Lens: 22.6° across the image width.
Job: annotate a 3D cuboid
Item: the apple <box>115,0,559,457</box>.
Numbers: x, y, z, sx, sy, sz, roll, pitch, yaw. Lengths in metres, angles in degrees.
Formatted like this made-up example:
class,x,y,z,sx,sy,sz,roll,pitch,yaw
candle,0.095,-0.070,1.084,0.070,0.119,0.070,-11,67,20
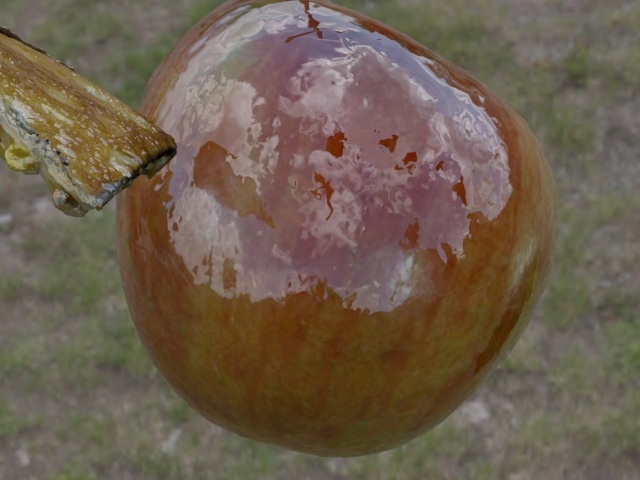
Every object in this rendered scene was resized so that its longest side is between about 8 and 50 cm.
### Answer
class,x,y,z,sx,sy,sz,roll,pitch,yaw
apple,0.000,0.000,1.017,0.301,0.302,0.301,-2,41,2

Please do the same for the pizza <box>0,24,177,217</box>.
class,x,y,z,sx,sy,sz,roll,pitch,yaw
pizza,-0.130,-0.051,0.815,0.036,0.184,0.176,-51,46,15
